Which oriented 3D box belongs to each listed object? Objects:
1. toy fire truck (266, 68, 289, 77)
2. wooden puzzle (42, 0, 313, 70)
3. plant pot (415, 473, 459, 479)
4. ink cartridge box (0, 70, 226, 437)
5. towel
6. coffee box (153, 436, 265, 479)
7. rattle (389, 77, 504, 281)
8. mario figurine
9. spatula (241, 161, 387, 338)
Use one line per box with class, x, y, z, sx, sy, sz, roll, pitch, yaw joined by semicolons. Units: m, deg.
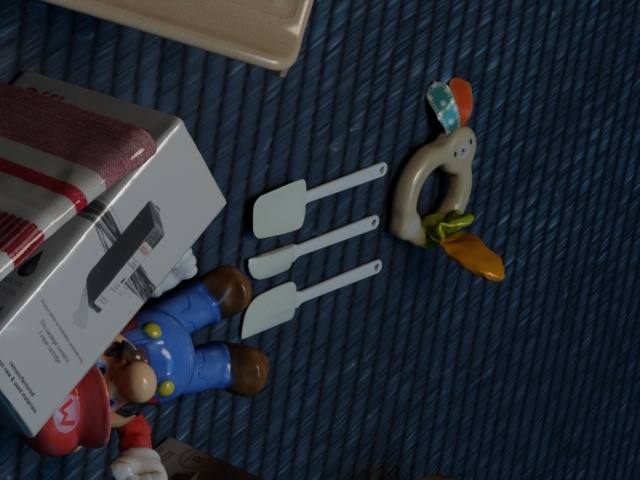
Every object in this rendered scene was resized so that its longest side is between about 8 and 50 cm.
toy fire truck;-0.034;-0.300;1.681;0.246;0.217;0.158;-54;143;-9
wooden puzzle;-0.130;-0.347;1.542;0.322;0.080;0.348;15;90;-18
plant pot;0.087;0.384;2.242;0.237;0.109;0.237;-26;125;-44
ink cartridge box;-0.242;0.003;1.551;0.273;0.197;0.114;-51;140;-25
towel;-0.314;-0.010;1.415;0.329;0.237;0.037;-44;137;-33
coffee box;-0.178;0.342;1.819;0.297;0.168;0.119;-38;133;-37
rattle;0.168;-0.075;2.120;0.130;0.142;0.200;23;93;-36
mario figurine;-0.152;0.121;1.734;0.320;0.198;0.170;-21;155;-54
spatula;0.000;0.000;2.027;0.242;0.019;0.168;-21;121;-47
